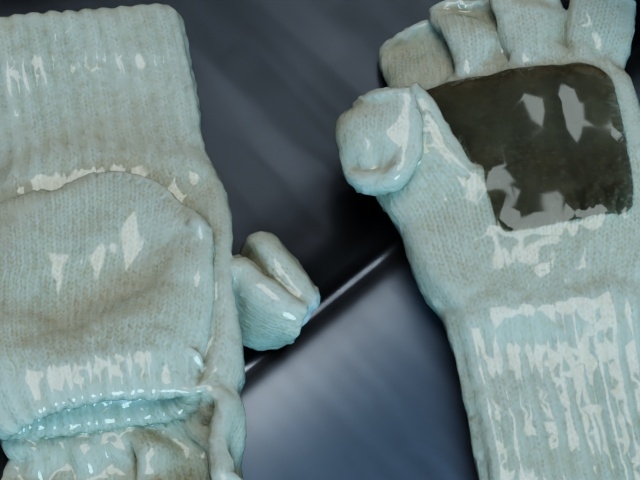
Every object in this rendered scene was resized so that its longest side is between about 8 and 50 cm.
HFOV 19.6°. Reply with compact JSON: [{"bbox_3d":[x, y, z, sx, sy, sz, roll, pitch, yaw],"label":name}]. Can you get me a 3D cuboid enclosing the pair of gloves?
[{"bbox_3d":[0.000,0.000,0.600,0.240,0.042,0.204,0,59,-3],"label":"pair of gloves"}]
